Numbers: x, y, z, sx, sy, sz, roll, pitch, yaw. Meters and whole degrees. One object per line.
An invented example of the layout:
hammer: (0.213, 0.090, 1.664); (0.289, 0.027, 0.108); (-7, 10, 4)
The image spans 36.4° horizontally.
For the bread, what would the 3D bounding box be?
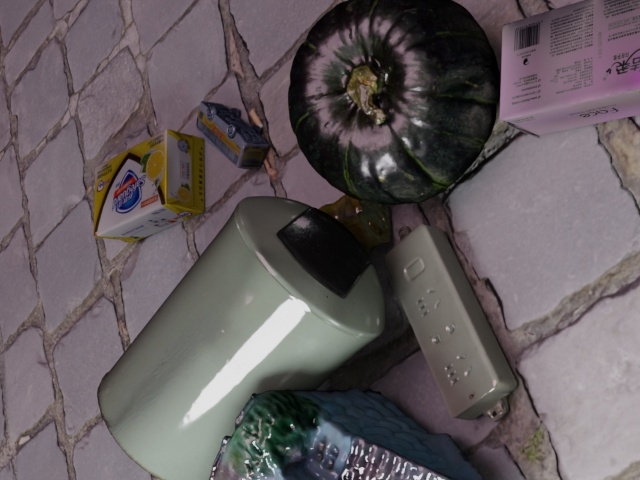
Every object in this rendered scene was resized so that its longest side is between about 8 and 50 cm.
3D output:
bread: (-0.001, -0.001, 1.610); (0.269, 0.098, 0.087); (-24, 20, 40)

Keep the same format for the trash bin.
trash bin: (-0.107, 0.140, 1.451); (0.432, 0.280, 0.280); (-47, 49, 16)

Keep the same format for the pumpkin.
pumpkin: (0.107, -0.214, 1.438); (0.323, 0.241, 0.323); (-4, 83, 31)

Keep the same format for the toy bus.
toy bus: (-0.171, -0.204, 1.864); (0.190, 0.064, 0.075); (40, 121, 44)

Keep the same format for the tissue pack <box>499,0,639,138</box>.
tissue pack: (0.361, -0.232, 1.284); (0.246, 0.092, 0.148); (-7, 73, 46)

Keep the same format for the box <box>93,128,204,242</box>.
box: (-0.354, -0.107, 2.001); (0.265, 0.097, 0.168); (-18, 67, 43)

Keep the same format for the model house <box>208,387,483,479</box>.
model house: (0.049, 0.425, 1.296); (0.339, 0.297, 0.360); (26, 101, 44)

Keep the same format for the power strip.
power strip: (0.180, 0.107, 1.412); (0.098, 0.058, 0.338); (-44, 51, 31)
